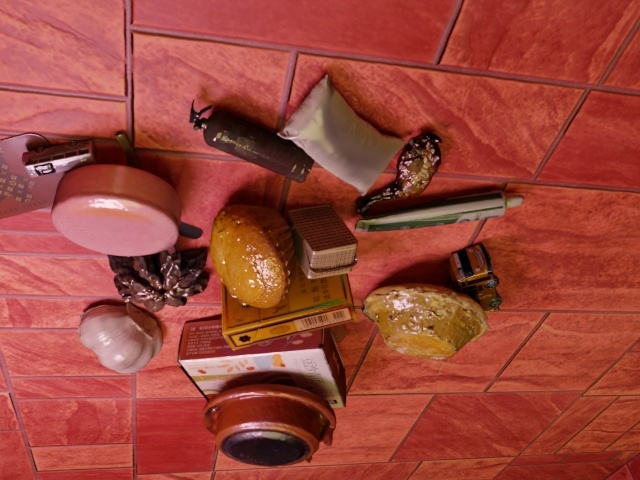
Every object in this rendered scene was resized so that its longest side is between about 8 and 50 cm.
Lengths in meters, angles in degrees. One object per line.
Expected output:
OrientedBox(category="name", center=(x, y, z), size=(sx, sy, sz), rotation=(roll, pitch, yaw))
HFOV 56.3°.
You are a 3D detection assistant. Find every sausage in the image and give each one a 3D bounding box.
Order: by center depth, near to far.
OrientedBox(category="sausage", center=(0.018, 0.214, 1.615), size=(0.065, 0.065, 0.169), rotation=(-19, 137, 10))

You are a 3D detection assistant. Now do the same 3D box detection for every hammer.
OrientedBox(category="hammer", center=(-0.355, -0.138, 1.192), size=(0.062, 0.013, 0.199), rotation=(-13, 139, 2))

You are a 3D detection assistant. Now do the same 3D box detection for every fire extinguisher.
OrientedBox(category="fire extinguisher", center=(-0.132, -0.191, 1.131), size=(0.267, 0.072, 0.089), rotation=(20, 152, -30))

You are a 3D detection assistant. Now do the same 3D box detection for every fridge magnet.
OrientedBox(category="fridge magnet", center=(-0.137, 0.493, 1.602), size=(0.363, 0.155, 0.364), rotation=(1, 139, 1))

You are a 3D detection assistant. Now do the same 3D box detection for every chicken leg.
OrientedBox(category="chicken leg", center=(0.175, -0.130, 1.282), size=(0.105, 0.051, 0.253), rotation=(21, 131, -26))

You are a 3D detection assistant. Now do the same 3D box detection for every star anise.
OrientedBox(category="star anise", center=(-0.371, 0.091, 1.377), size=(0.223, 0.109, 0.236), rotation=(-31, 136, 28))

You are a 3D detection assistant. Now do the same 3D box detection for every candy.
OrientedBox(category="candy", center=(-0.392, -0.051, 1.183), size=(0.255, 0.095, 0.255), rotation=(-1, 153, 0))

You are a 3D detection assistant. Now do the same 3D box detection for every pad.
OrientedBox(category="pad", center=(-0.624, -0.115, 1.170), size=(0.266, 0.004, 0.181), rotation=(-14, 139, 4))

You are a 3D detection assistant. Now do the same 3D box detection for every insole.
OrientedBox(category="insole", center=(-0.329, -0.037, 1.317), size=(0.152, 0.002, 0.053), rotation=(22, 129, -31))

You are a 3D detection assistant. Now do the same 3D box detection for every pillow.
OrientedBox(category="pillow", center=(0.051, -0.196, 1.160), size=(0.254, 0.078, 0.144), rotation=(31, 103, -37))

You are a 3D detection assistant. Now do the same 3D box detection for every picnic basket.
OrientedBox(category="picnic basket", center=(0.000, 0.000, 1.294), size=(0.115, 0.164, 0.080), rotation=(-10, 131, -24))

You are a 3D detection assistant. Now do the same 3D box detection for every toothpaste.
OrientedBox(category="toothpaste", center=(0.270, -0.064, 1.366), size=(0.391, 0.061, 0.099), rotation=(-8, 167, -1))

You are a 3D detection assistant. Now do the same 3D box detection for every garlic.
OrientedBox(category="garlic", center=(-0.505, 0.266, 1.516), size=(0.178, 0.143, 0.229), rotation=(-31, 143, 20))

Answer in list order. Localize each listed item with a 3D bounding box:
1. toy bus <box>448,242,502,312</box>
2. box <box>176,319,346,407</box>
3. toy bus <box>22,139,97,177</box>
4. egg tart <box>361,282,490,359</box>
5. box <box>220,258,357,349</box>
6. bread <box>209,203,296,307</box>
OrientedBox(category="toy bus", center=(0.398, 0.105, 1.552), size=(0.114, 0.098, 0.201), rotation=(-17, 140, 10))
OrientedBox(category="box", center=(-0.146, 0.348, 1.645), size=(0.384, 0.122, 0.345), rotation=(-7, 140, 9))
OrientedBox(category="toy bus", center=(-0.485, -0.152, 1.117), size=(0.130, 0.052, 0.037), rotation=(-12, 140, -7))
OrientedBox(category="egg tart", center=(0.266, 0.222, 1.561), size=(0.341, 0.132, 0.341), rotation=(10, 153, 5))
OrientedBox(category="box", center=(-0.079, 0.127, 1.404), size=(0.301, 0.193, 0.084), rotation=(-14, 138, 4))
OrientedBox(category="bread", center=(-0.137, 0.028, 1.281), size=(0.139, 0.240, 0.240), rotation=(-30, 149, -33))
